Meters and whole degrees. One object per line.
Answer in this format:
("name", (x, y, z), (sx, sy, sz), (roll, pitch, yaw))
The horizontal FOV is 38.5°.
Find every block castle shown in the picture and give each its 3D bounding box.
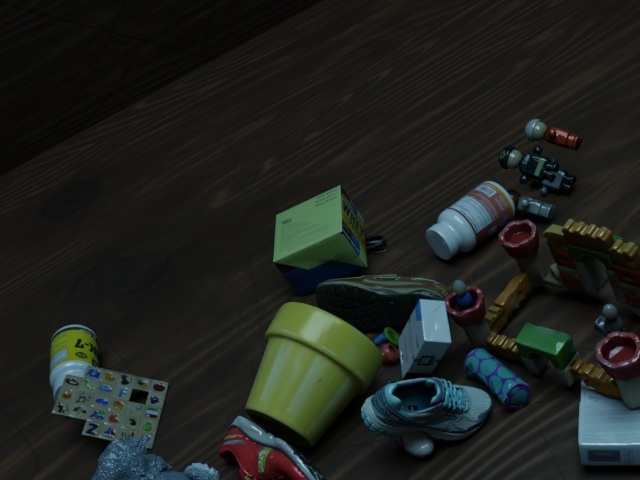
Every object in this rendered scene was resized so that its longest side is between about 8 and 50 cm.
("block castle", (0.511, 0.120, 1.872), (0.453, 0.212, 0.303), (17, 56, 47))

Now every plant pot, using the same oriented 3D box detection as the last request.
("plant pot", (-0.030, 0.296, 1.939), (0.254, 0.254, 0.239), (13, 62, 36))

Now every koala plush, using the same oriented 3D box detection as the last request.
("koala plush", (-0.330, 0.508, 1.839), (0.221, 0.203, 0.196), (17, 48, 23))

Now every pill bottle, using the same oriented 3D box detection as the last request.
("pill bottle", (0.372, -0.046, 2.293), (0.216, 0.121, 0.121), (-35, 39, -20))
("pill bottle", (-0.605, 0.314, 2.255), (0.119, 0.119, 0.208), (-20, 36, -2))

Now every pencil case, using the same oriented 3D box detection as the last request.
("pencil case", (0.364, 0.288, 1.904), (0.152, 0.065, 0.070), (43, 110, 52))

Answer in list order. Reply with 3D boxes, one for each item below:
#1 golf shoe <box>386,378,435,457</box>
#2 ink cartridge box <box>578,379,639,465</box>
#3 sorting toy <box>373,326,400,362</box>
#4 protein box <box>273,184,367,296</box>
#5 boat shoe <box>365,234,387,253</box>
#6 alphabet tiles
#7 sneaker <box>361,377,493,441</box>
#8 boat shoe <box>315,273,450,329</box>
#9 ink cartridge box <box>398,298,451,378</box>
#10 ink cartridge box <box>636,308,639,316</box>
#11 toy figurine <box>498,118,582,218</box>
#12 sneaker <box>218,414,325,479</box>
("golf shoe", (0.174, 0.364, 1.871), (0.068, 0.086, 0.186), (-24, 38, -8))
("ink cartridge box", (0.595, 0.345, 1.756), (0.189, 0.066, 0.232), (-5, 17, 18))
("sorting toy", (0.148, 0.241, 2.082), (0.042, 0.061, 0.102), (-43, 19, 26))
("protein box", (0.000, 0.000, 2.350), (0.200, 0.136, 0.201), (-24, 34, 17))
("boat shoe", (0.107, 0.015, 2.399), (0.133, 0.042, 0.049), (-11, 39, 13))
("alphabet tiles", (-0.486, 0.378, 2.113), (0.237, 0.009, 0.198), (13, 39, -6))
("sneaker", (0.229, 0.323, 1.796), (0.283, 0.122, 0.110), (0, 53, -25))
("boat shoe", (0.152, 0.138, 2.166), (0.324, 0.122, 0.120), (6, 27, 23))
("ink cartridge box", (0.222, 0.217, 1.979), (0.060, 0.180, 0.104), (4, 55, -11))
("ink cartridge box", (0.854, 0.129, 1.892), (0.296, 0.066, 0.261), (-28, 36, -11))
("toy figurine", (0.547, -0.178, 2.311), (0.148, 0.209, 0.213), (22, 52, 28))
("sneaker", (-0.102, 0.465, 1.876), (0.279, 0.107, 0.118), (19, 69, 45))
